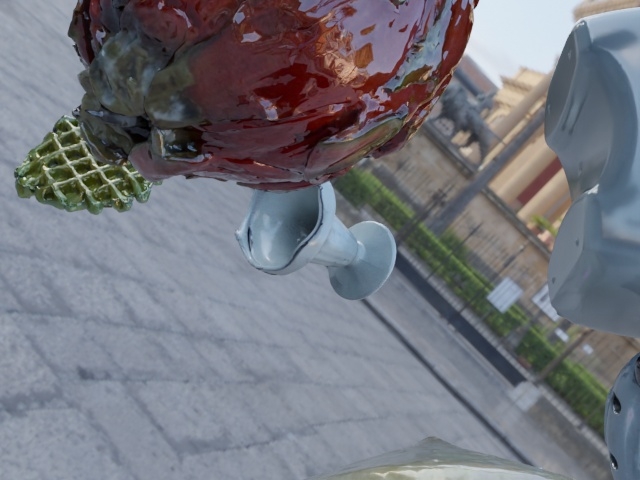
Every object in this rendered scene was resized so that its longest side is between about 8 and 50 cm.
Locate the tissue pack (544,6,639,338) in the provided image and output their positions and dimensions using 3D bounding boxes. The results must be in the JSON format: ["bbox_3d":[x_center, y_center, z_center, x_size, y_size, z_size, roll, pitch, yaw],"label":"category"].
[{"bbox_3d":[0.371,-0.070,0.824,0.236,0.333,0.229,3,-23,5],"label":"tissue pack"}]

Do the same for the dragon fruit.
[{"bbox_3d":[-0.023,-0.177,0.598,0.277,0.277,0.342,45,41,8],"label":"dragon fruit"}]

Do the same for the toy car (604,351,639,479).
[{"bbox_3d":[0.404,0.176,0.691,0.271,0.180,0.212,14,26,43],"label":"toy car"}]

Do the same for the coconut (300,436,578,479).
[{"bbox_3d":[0.060,0.233,0.376,0.329,0.329,0.329,43,6,-5],"label":"coconut"}]

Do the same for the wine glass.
[{"bbox_3d":[0.000,0.000,1.125,0.196,0.165,0.165,32,12,-43],"label":"wine glass"}]

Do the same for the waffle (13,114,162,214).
[{"bbox_3d":[-0.268,-0.094,0.944,0.169,0.036,0.183,11,44,6],"label":"waffle"}]
